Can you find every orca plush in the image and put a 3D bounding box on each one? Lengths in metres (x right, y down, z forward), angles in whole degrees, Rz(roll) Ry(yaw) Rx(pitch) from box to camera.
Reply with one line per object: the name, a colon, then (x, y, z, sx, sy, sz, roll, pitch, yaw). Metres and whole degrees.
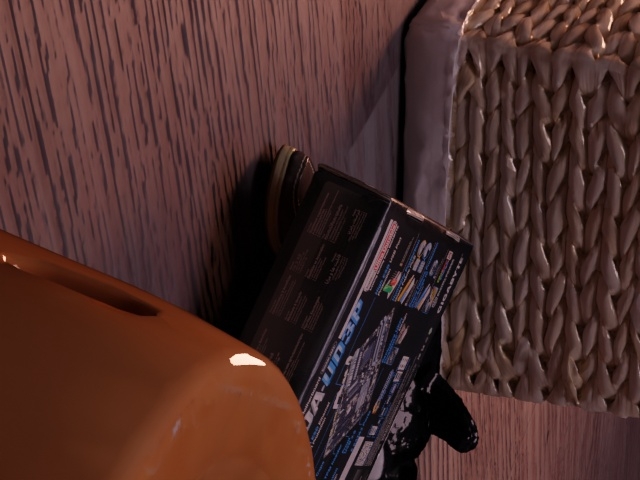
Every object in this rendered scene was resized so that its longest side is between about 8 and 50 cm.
orca plush: (0.056, 0.143, 1.206, 0.151, 0.102, 0.287, 30, 71, -72)

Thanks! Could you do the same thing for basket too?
basket: (0.233, -0.072, 1.386, 0.328, 0.266, 0.331, -53, 146, -54)

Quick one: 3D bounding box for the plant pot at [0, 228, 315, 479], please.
plant pot: (-0.126, 0.108, 0.446, 0.291, 0.203, 0.291, 9, 90, -73)

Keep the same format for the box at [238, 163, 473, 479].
box: (0.003, 0.079, 0.986, 0.220, 0.051, 0.175, -66, 158, 1)

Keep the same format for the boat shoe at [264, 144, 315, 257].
boat shoe: (0.000, 0.000, 1.039, 0.152, 0.049, 0.056, 77, 27, -52)
